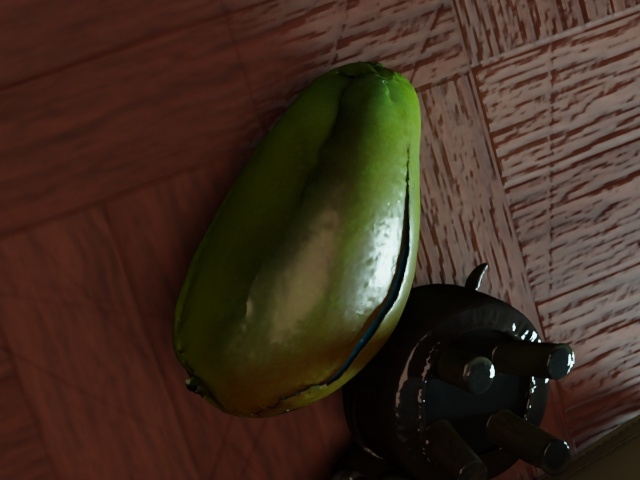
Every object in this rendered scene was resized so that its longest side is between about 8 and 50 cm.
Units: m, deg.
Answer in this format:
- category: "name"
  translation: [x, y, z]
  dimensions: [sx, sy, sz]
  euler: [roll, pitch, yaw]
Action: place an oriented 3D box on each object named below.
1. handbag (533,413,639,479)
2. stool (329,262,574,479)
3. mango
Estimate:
- category: "handbag"
  translation: [0.163, 0.272, 0.821]
  dimensions: [0.358, 0.236, 0.160]
  euler: [-27, 105, -10]
- category: "stool"
  translation: [0.074, 0.120, 0.826]
  dimensions: [0.125, 0.121, 0.217]
  euler: [28, 90, -33]
- category: "mango"
  translation: [0.000, 0.000, 0.787]
  dimensions: [0.125, 0.111, 0.233]
  euler: [40, 74, -42]
